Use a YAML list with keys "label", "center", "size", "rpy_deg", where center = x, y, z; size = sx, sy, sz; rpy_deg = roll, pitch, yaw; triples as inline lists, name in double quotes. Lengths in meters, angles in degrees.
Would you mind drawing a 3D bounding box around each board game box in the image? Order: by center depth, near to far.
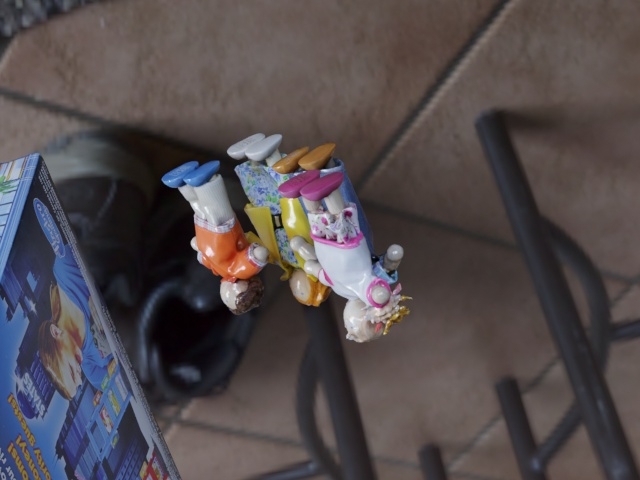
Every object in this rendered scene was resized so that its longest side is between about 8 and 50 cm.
- label: "board game box"
  center: [-0.097, 0.097, 0.445]
  size: [0.060, 0.194, 0.194]
  rpy_deg: [-17, 108, 12]

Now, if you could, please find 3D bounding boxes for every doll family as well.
- label: "doll family"
  center: [0.000, 0.000, 1.188]
  size: [0.118, 0.263, 0.163]
  rpy_deg: [-35, 115, -29]
